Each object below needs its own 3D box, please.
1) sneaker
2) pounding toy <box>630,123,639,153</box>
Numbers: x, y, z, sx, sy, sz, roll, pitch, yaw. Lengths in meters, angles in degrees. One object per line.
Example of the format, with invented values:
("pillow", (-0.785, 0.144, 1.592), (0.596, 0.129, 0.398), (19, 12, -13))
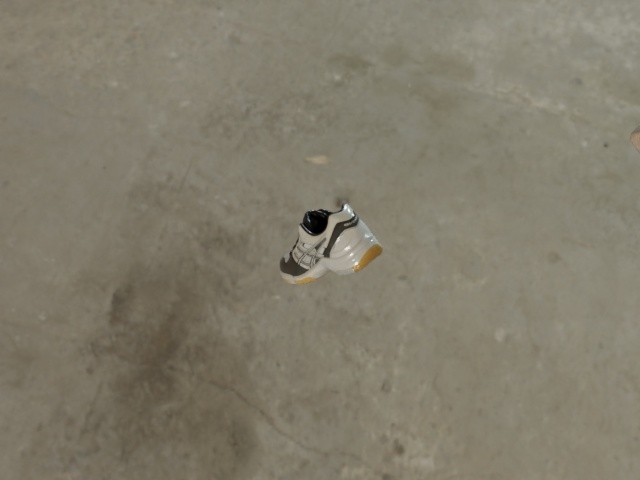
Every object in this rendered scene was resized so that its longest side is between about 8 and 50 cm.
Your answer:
("sneaker", (0.000, 0.000, 0.439), (0.032, 0.083, 0.037), (-39, 102, -34))
("pounding toy", (0.314, -0.104, 0.541), (0.155, 0.269, 0.154), (-44, 48, -1))
